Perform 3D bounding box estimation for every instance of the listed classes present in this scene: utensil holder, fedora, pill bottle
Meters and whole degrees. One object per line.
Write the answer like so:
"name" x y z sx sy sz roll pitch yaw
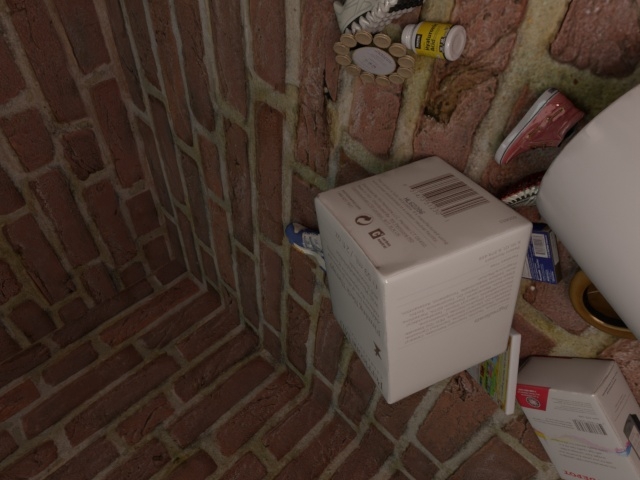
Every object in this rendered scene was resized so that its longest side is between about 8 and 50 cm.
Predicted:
"utensil holder" 0.508 0.012 0.534 0.327 0.328 0.385 103 150 -52
"fedora" 0.589 0.101 0.860 0.195 0.079 0.194 28 137 30
"pill bottle" 0.221 -0.398 0.888 0.116 0.065 0.065 29 141 37

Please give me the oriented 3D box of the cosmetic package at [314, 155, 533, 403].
"cosmetic package" 0.215 0.082 1.027 0.329 0.328 0.393 -126 21 -49

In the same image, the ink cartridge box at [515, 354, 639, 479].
"ink cartridge box" 0.638 0.440 1.078 0.306 0.131 0.226 58 149 -8

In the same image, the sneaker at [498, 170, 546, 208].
"sneaker" 0.444 -0.084 0.870 0.225 0.088 0.092 -15 109 58

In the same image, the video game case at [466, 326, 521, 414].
"video game case" 0.441 0.294 1.164 0.206 0.026 0.226 -124 29 -69

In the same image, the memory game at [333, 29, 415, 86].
"memory game" 0.116 -0.395 0.979 0.187 0.012 0.186 18 171 3

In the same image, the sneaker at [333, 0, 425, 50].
"sneaker" 0.121 -0.495 0.902 0.292 0.110 0.118 -10 103 56

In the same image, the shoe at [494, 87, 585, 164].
"shoe" 0.405 -0.190 0.839 0.081 0.064 0.178 49 145 19

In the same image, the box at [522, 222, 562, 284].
"box" 0.431 0.020 1.038 0.225 0.037 0.136 9 127 51

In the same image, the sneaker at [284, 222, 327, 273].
"sneaker" 0.000 0.000 1.578 0.297 0.112 0.130 36 128 26
